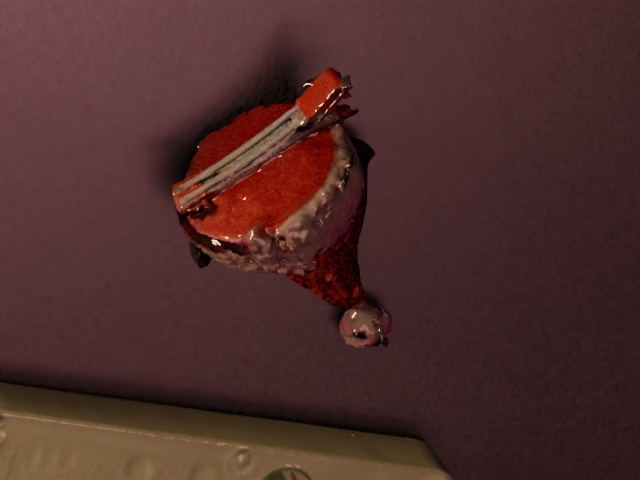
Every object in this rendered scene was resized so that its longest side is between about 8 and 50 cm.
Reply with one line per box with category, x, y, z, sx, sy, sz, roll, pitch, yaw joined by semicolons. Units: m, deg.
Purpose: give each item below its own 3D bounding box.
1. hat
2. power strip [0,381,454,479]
hat;0.000;-0.003;1.291;0.140;0.129;0.227;-49;137;-11
power strip;-0.073;0.171;1.358;0.385;0.062;0.091;10;110;-20
